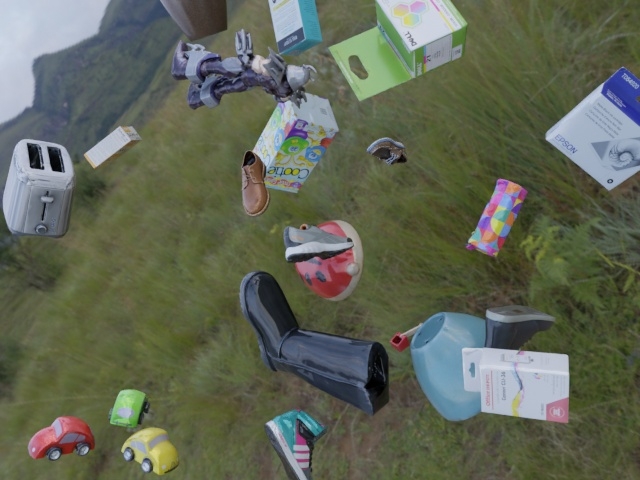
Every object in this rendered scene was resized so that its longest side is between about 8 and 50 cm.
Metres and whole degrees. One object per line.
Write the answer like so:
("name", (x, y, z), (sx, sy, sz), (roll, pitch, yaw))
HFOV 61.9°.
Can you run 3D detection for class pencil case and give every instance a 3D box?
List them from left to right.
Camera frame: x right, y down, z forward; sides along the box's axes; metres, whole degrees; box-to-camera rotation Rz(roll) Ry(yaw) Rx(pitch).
("pencil case", (0.530, -0.066, 1.613), (0.236, 0.104, 0.104), (-63, 15, 5))

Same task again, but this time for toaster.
("toaster", (-0.612, -0.120, 1.168), (0.146, 0.129, 0.227), (-62, 40, 26))

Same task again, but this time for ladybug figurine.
("ladybug figurine", (0.019, 0.069, 2.008), (0.449, 0.162, 0.305), (-171, 89, -69))

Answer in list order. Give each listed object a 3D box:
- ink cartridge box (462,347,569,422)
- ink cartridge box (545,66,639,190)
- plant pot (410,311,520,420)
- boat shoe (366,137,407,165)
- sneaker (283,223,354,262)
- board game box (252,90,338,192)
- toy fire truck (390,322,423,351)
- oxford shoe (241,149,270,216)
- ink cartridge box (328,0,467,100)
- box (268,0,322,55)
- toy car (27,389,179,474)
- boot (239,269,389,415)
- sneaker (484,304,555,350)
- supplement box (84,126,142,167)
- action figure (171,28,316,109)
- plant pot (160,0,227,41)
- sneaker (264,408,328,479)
("ink cartridge box", (0.376, 0.279, 1.043), (0.198, 0.115, 0.067), (0, 22, 24))
("ink cartridge box", (0.705, -0.258, 1.275), (0.224, 0.223, 0.045), (-49, 9, 41))
("plant pot", (0.361, 0.309, 1.452), (0.290, 0.195, 0.290), (-46, 7, 8))
("boat shoe", (0.216, -0.269, 1.644), (0.183, 0.066, 0.066), (-8, -28, -48))
("sneaker", (0.000, 0.000, 1.581), (0.100, 0.272, 0.108), (-28, 72, 39))
("board game box", (-0.086, -0.293, 1.603), (0.275, 0.142, 0.144), (-52, 42, 41))
("toy fire truck", (0.322, 0.305, 1.653), (0.192, 0.135, 0.047), (-37, 21, -14))
("oxford shoe", (-0.180, -0.149, 1.383), (0.076, 0.076, 0.212), (-19, 50, 9))
("ink cartridge box", (0.161, -0.446, 1.172), (0.255, 0.188, 0.097), (-25, -25, -1))
("box", (-0.070, -0.575, 1.264), (0.060, 0.244, 0.101), (-14, 4, -42))
("toy car", (-0.353, 0.316, 0.944), (0.225, 0.239, 0.053), (-115, 37, -79))
("boot", (-0.019, 0.280, 1.545), (0.445, 0.367, 0.146), (11, 37, 46))
("sneaker", (0.455, 0.219, 1.246), (0.083, 0.222, 0.118), (23, 106, 56))
("supplement box", (-0.423, -0.191, 1.091), (0.098, 0.036, 0.062), (-34, 9, 10))
("action figure", (-0.139, -0.314, 1.000), (0.285, 0.185, 0.099), (6, 67, 23))
("plant pot", (-0.339, -0.661, 1.421), (0.215, 0.230, 0.215), (-16, 23, 7))
("sneaker", (-0.041, 0.659, 1.698), (0.178, 0.295, 0.124), (-30, 11, -27))
